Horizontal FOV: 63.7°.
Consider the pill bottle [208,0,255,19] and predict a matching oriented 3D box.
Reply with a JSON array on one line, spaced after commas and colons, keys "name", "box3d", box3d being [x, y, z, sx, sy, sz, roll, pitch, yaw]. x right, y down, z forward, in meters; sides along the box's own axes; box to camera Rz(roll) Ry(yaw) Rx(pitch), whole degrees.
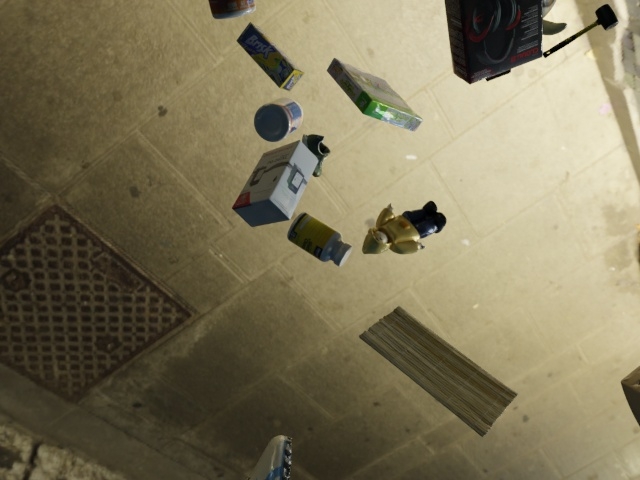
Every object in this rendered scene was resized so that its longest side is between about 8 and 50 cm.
[{"name": "pill bottle", "box3d": [-0.247, -0.697, 1.331, 0.121, 0.121, 0.216, -14, 122, -6]}]

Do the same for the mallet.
[{"name": "mallet", "box3d": [0.691, -0.540, 1.370, 0.190, 0.062, 0.039, -37, 165, 25]}]

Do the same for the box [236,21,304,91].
[{"name": "box", "box3d": [-0.119, -0.433, 1.216, 0.059, 0.054, 0.169, -46, 77, 21]}]

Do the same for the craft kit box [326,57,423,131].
[{"name": "craft kit box", "box3d": [0.173, -0.461, 1.635, 0.250, 0.246, 0.061, 6, 128, -41]}]

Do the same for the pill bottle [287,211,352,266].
[{"name": "pill bottle", "box3d": [0.000, 0.000, 1.539, 0.184, 0.103, 0.103, 32, 115, 13]}]

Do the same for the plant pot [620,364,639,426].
[{"name": "plant pot", "box3d": [0.499, 0.223, 0.727, 0.109, 0.109, 0.096, -40, 89, 2]}]

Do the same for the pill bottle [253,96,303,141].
[{"name": "pill bottle", "box3d": [-0.128, -0.406, 1.703, 0.124, 0.221, 0.124, 6, 114, 13]}]

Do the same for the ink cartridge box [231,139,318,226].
[{"name": "ink cartridge box", "box3d": [-0.083, -0.106, 0.966, 0.109, 0.150, 0.063, -9, 137, 43]}]

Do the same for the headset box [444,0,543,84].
[{"name": "headset box", "box3d": [0.455, -0.566, 1.347, 0.218, 0.110, 0.293, -20, 128, -1]}]

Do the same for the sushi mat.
[{"name": "sushi mat", "box3d": [0.243, 0.260, 1.081, 0.151, 0.316, 0.019, -30, 146, -39]}]

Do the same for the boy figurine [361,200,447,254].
[{"name": "boy figurine", "box3d": [0.237, -0.036, 1.557, 0.285, 0.177, 0.092, -19, 157, -28]}]

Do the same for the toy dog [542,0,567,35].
[{"name": "toy dog", "box3d": [0.594, -0.781, 1.458, 0.285, 0.408, 0.395, -33, 90, -7]}]

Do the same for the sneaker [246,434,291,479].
[{"name": "sneaker", "box3d": [-0.098, 0.346, 0.618, 0.086, 0.085, 0.237, 23, 82, 3]}]

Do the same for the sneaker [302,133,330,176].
[{"name": "sneaker", "box3d": [-0.003, -0.309, 1.884, 0.086, 0.064, 0.192, -1, 138, 17]}]
